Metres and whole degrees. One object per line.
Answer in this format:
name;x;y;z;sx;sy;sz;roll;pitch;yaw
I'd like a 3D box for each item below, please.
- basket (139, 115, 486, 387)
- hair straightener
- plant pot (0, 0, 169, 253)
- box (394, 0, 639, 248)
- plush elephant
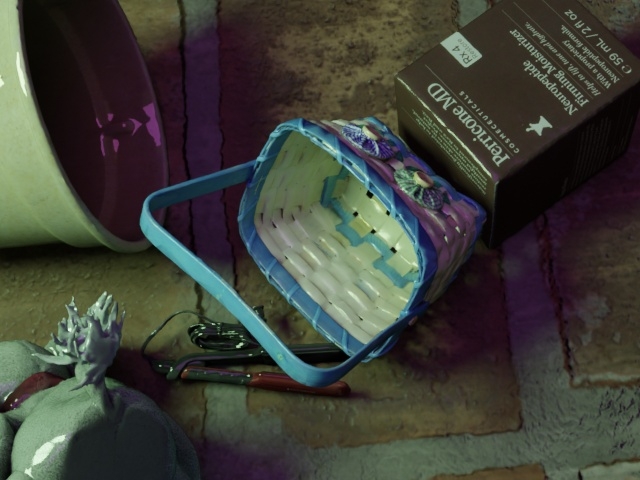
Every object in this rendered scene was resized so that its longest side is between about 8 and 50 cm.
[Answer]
basket;0.000;0.000;1.101;0.255;0.201;0.289;42;48;19
hair straightener;-0.079;0.114;1.181;0.231;0.047;0.089;2;66;11
plant pot;-0.368;-0.116;1.183;0.306;0.334;0.333;-13;65;13
box;0.210;-0.135;1.188;0.203;0.167;0.168;-36;67;-10
plush elephant;-0.268;0.199;1.062;0.272;0.255;0.329;-6;99;-38
